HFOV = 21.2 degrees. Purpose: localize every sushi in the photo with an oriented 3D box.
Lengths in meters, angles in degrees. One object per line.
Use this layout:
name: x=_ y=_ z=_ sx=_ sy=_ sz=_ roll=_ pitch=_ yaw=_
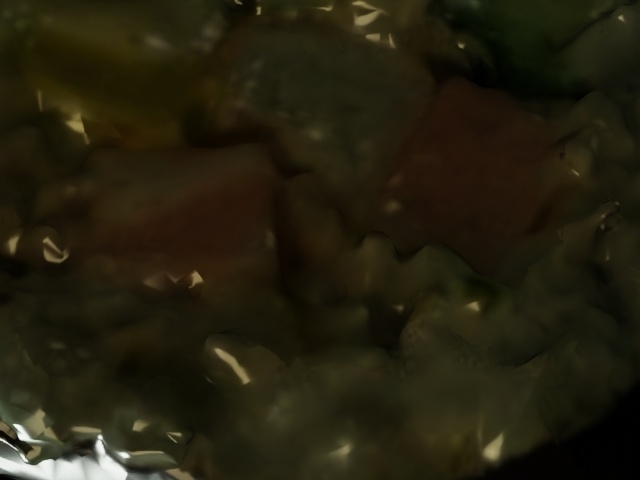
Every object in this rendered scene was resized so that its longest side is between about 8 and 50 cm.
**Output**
sushi: x=0.000 y=0.000 z=0.636 sx=0.328 sy=0.328 sz=0.285 roll=12 pitch=149 yaw=9
